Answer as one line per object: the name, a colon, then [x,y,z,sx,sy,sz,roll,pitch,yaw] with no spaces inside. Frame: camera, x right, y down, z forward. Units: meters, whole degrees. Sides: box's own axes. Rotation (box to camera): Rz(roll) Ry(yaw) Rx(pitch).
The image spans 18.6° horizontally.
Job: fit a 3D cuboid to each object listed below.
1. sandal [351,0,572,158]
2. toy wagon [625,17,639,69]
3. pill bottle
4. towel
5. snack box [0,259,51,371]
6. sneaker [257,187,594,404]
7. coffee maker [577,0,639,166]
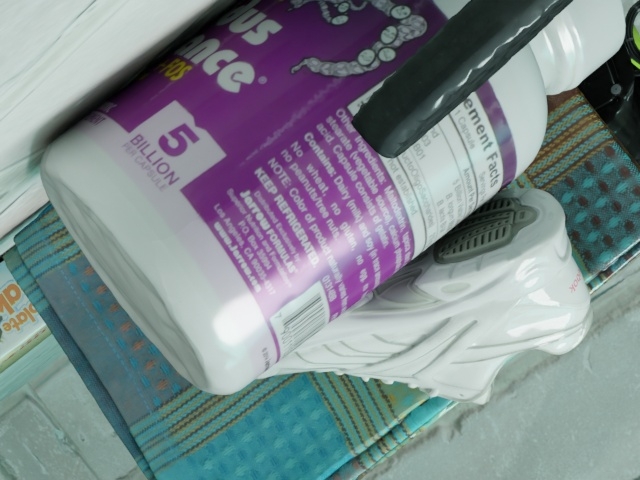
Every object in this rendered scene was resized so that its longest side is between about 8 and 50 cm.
sandal: [0.146,-0.225,0.829,0.446,0.107,0.167,-50,179,0]
toy wagon: [0.070,-0.098,1.489,0.267,0.068,0.344,-4,164,-26]
pill bottle: [0.013,-0.067,1.055,0.301,0.169,0.169,-38,180,-13]
towel: [0.000,0.000,1.216,0.370,0.271,0.040,-39,163,12]
snack box: [-0.254,0.071,1.455,0.322,0.060,0.187,-37,180,-3]
sneaker: [0.050,0.056,1.123,0.232,0.115,0.090,-15,-150,29]
coffee maker: [0.182,-0.080,1.277,0.171,0.120,0.178,-6,166,25]
